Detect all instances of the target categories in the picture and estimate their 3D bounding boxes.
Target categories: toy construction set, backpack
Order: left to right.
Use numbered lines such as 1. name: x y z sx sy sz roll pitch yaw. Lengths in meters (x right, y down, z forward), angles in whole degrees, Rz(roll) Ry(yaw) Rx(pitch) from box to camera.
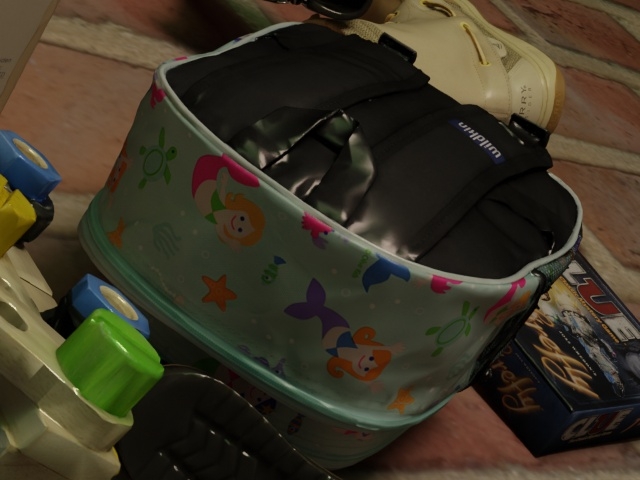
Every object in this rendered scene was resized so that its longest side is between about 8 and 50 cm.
1. toy construction set: -0.159 -0.011 0.528 0.215 0.151 0.328 36 25 -44
2. backpack: 0.000 0.000 0.810 0.225 0.191 0.253 35 17 11

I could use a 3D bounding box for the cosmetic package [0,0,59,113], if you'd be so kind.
1. cosmetic package: -0.196 -0.223 0.845 0.160 0.309 0.113 44 25 22

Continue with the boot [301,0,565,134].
1. boot: 0.042 -0.150 1.268 0.203 0.095 0.262 -3 29 -36

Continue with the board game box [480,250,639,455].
1. board game box: 0.131 0.033 1.065 0.165 0.042 0.243 0 45 -49

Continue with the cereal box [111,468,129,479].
1. cereal box: -0.148 0.105 0.603 0.240 0.047 0.173 46 25 28

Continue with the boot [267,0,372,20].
1. boot: -0.060 -0.230 1.219 0.246 0.083 0.161 12 21 14

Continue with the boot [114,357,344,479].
1. boot: -0.021 0.123 0.710 0.198 0.077 0.137 53 -10 -13
